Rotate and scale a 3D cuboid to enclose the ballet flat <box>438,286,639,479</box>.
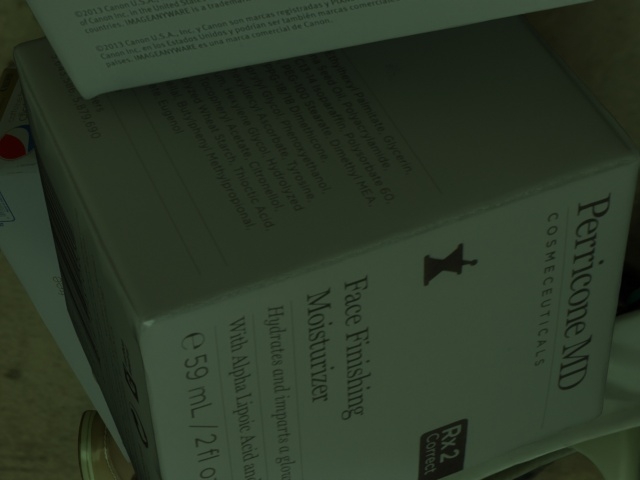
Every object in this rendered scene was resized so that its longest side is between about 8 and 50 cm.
[{"bbox_3d":[0.150,0.081,0.718,0.400,0.139,0.139,-18,131,29],"label":"ballet flat"}]

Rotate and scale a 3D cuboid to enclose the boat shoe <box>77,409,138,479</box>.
[{"bbox_3d":[-0.102,0.137,0.912,0.045,0.050,0.135,-5,147,12],"label":"boat shoe"}]

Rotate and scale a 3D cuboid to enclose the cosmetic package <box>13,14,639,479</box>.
[{"bbox_3d":[0.000,0.000,0.604,0.184,0.151,0.151,-19,139,-14],"label":"cosmetic package"}]

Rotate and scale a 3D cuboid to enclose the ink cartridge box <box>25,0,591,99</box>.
[{"bbox_3d":[0.024,-0.202,0.441,0.309,0.130,0.272,-8,135,19],"label":"ink cartridge box"}]

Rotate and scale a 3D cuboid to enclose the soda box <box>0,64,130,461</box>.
[{"bbox_3d":[-0.090,0.016,0.750,0.069,0.074,0.216,-4,137,16],"label":"soda box"}]
